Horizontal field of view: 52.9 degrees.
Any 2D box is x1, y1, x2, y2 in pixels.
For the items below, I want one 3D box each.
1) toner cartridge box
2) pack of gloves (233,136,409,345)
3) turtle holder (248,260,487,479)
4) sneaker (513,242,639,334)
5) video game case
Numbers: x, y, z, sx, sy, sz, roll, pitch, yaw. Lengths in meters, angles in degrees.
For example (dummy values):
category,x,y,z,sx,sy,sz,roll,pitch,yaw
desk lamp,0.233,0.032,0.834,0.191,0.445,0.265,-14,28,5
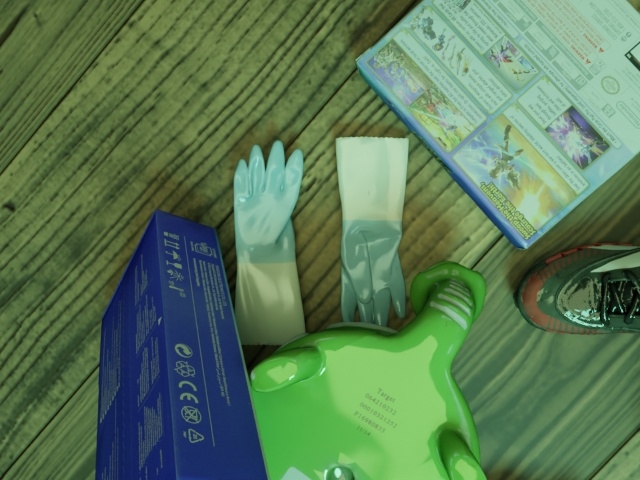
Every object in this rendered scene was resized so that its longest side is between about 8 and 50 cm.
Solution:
category,x,y,z,sx,sy,sz,roll,pitch,yaw
toner cartridge box,-0.141,0.133,0.585,0.075,0.348,0.165,18,117,-27
pack of gloves,0.000,0.000,0.733,0.194,0.046,0.232,0,93,-4
turtle holder,0.030,0.173,0.628,0.243,0.227,0.321,5,90,8
sneaker,0.338,0.051,0.636,0.275,0.135,0.098,-3,92,8
video game case,0.216,-0.170,0.686,0.244,0.061,0.269,-41,85,4
